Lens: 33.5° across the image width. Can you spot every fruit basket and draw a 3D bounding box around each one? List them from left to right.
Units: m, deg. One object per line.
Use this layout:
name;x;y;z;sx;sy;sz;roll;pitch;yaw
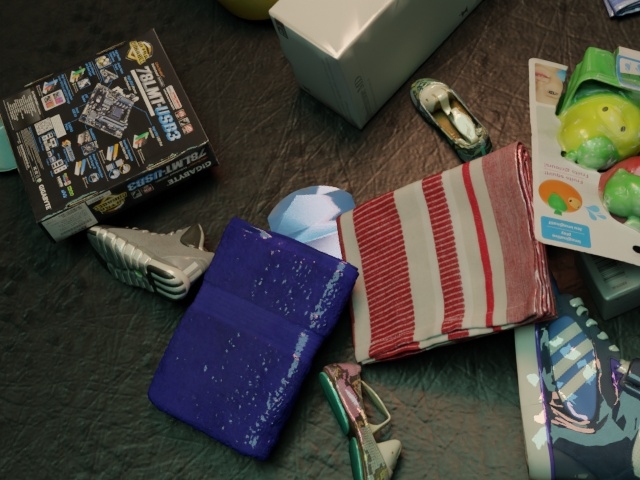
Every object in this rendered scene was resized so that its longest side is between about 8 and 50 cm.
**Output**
fruit basket;0.431;-0.097;1.388;0.327;0.165;0.353;14;42;-5

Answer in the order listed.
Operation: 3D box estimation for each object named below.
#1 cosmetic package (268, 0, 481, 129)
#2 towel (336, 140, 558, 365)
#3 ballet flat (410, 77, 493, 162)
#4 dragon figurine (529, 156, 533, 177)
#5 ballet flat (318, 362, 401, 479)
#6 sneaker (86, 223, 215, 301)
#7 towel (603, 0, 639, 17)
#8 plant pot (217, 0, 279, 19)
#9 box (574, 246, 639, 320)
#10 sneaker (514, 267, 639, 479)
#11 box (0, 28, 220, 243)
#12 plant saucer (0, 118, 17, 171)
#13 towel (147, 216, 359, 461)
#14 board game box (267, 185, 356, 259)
cosmetic package;0.117;-0.390;1.658;0.156;0.217;0.385;36;80;25
towel;0.156;0.026;1.446;0.329;0.037;0.237;-21;70;39
ballet flat;0.201;-0.197;1.632;0.070;0.070;0.188;-37;63;-5
dragon figurine;0.293;-0.071;1.509;0.085;0.144;0.289;37;79;24
ballet flat;0.064;0.265;1.458;0.079;0.077;0.221;-12;62;-14
sneaker;-0.249;0.011;1.648;0.229;0.086;0.132;26;50;35
towel;0.567;-0.473;1.689;0.285;0.034;0.209;-17;63;6
plant pot;-0.128;-0.526;1.728;0.254;0.239;0.254;-13;62;27
box;0.414;0.037;1.463;0.102;0.087;0.101;-23;63;2
sneaker;0.377;0.160;1.394;0.236;0.130;0.322;-4;66;10
box;-0.348;-0.176;1.716;0.293;0.073;0.295;-25;55;-5
plant saucer;-0.529;-0.166;1.813;0.119;0.021;0.119;-5;65;10
towel;-0.096;0.139;1.532;0.228;0.076;0.308;23;82;29
board game box;0.000;0.000;1.610;0.133;0.033;0.168;-18;69;0
